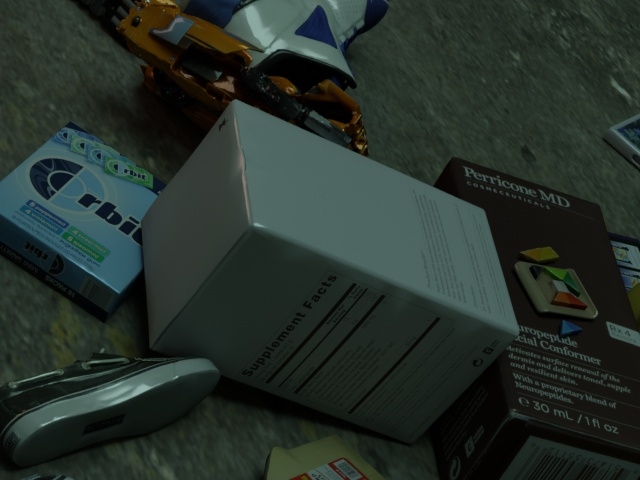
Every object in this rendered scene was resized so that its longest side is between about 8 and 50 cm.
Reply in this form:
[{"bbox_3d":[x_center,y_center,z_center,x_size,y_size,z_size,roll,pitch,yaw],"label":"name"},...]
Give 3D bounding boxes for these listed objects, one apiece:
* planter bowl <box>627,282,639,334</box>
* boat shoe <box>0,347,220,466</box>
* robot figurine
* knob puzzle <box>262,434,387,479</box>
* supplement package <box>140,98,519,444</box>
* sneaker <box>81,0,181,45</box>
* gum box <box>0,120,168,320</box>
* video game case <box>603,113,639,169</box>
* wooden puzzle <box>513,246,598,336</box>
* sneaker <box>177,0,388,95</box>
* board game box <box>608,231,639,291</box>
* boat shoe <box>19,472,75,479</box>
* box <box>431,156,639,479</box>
[{"bbox_3d":[0.356,0.107,1.845,0.090,0.217,0.217,22,25,36],"label":"planter bowl"},{"bbox_3d":[-0.181,0.124,1.490,0.219,0.078,0.070,-12,54,-43],"label":"boat shoe"},{"bbox_3d":[-0.067,-0.144,1.820,0.291,0.211,0.085,29,77,14],"label":"robot figurine"},{"bbox_3d":[0.021,0.250,1.510,0.213,0.030,0.213,29,22,-13],"label":"knob puzzle"},{"bbox_3d":[0.004,0.033,1.625,0.293,0.175,0.178,23,35,-27],"label":"supplement package"},{"bbox_3d":[-0.233,-0.314,2.011,0.229,0.086,0.132,51,33,10],"label":"sneaker"},{"bbox_3d":[-0.221,-0.022,1.676,0.157,0.041,0.184,33,34,3],"label":"gum box"},{"bbox_3d":[0.491,-0.106,2.340,0.183,0.023,0.201,44,37,18],"label":"video game case"},{"bbox_3d":[0.229,0.046,1.717,0.078,0.014,0.116,0,45,-37],"label":"wooden puzzle"},{"bbox_3d":[-0.018,-0.213,2.019,0.315,0.127,0.182,-14,68,-54],"label":"sneaker"},{"bbox_3d":[0.336,0.063,1.987,0.141,0.048,0.170,12,39,-22],"label":"board game box"},{"bbox_3d":[-0.303,0.216,1.253,0.306,0.113,0.105,-24,76,-40],"label":"boat shoe"},{"bbox_3d":[0.209,0.102,1.763,0.191,0.143,0.381,16,35,-20],"label":"box"}]
